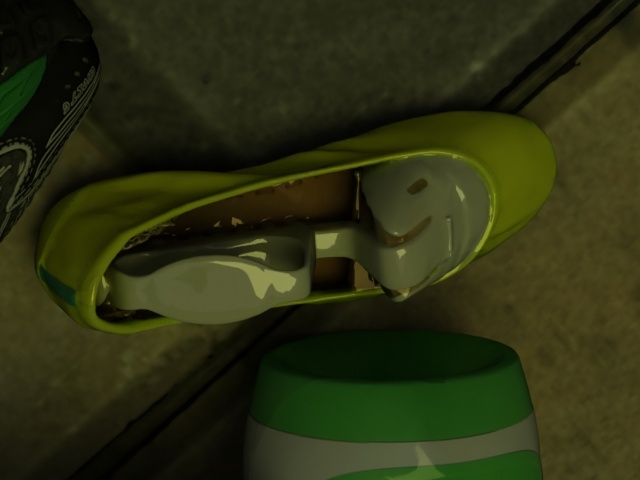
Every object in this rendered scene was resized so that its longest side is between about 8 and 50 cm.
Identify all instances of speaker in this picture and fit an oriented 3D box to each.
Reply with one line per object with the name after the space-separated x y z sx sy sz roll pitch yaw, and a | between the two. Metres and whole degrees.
0.032 0.193 0.852 0.131 0.131 0.296 -4 99 -17 | speaker

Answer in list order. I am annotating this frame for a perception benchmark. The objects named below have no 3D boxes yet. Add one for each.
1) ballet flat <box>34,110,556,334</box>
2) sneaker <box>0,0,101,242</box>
0.000 0.000 0.816 0.231 0.077 0.077 -9 113 -15 | ballet flat
-0.188 0.044 0.759 0.146 0.134 0.343 28 110 -33 | sneaker
